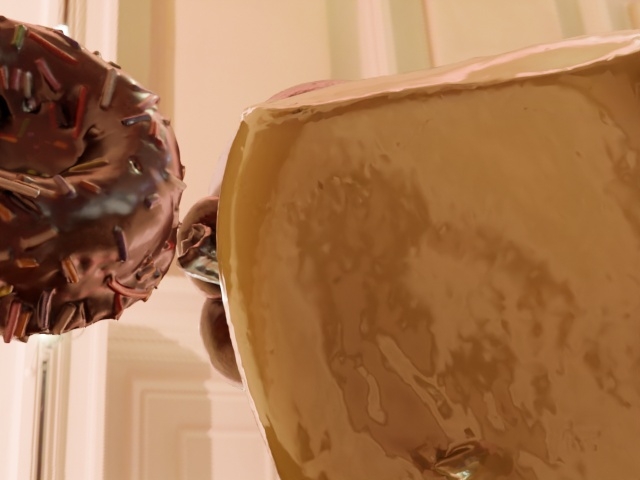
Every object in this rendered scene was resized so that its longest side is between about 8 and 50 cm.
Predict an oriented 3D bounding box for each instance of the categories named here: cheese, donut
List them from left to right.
[{"bbox_3d":[-0.180,-0.052,0.568,0.216,0.096,0.230,-10,-129,-40],"label":"donut"},{"bbox_3d":[0.084,0.066,0.433,0.128,0.260,0.315,-31,-67,-61],"label":"cheese"}]

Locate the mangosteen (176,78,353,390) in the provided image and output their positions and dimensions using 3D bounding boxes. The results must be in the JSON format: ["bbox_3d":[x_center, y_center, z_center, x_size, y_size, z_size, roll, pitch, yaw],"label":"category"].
[{"bbox_3d":[0.000,0.000,0.942,0.347,0.307,0.307,-27,-103,-45],"label":"mangosteen"}]
